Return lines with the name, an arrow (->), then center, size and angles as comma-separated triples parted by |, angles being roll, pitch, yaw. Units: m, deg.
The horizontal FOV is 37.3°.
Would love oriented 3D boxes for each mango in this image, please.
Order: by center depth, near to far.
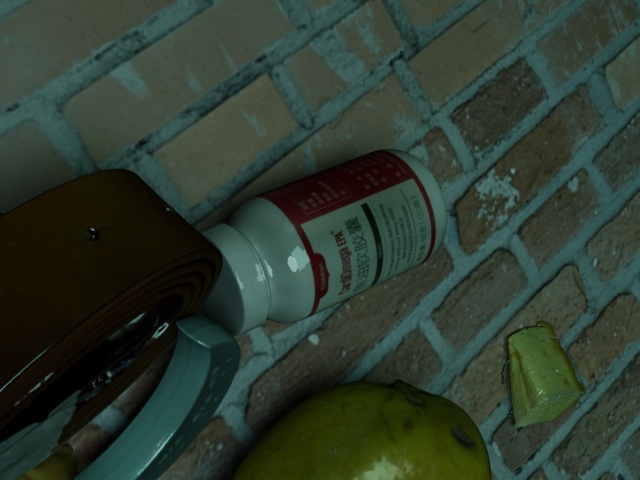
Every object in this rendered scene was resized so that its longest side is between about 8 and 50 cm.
mango -> 0.012, 0.292, 0.949 | 0.365, 0.182, 0.253 | -39, 113, -14

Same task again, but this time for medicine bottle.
medicine bottle -> 0.000, 0.000, 0.951 | 0.250, 0.131, 0.131 | -23, 103, -31

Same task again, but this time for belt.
belt -> -0.232, 0.080, 0.747 | 0.122, 0.217, 0.338 | 41, 54, 12

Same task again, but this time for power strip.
power strip -> -0.144, 0.163, 0.869 | 0.216, 0.044, 0.137 | -57, 164, 9

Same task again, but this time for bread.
bread -> 0.263, 0.168, 1.189 | 0.084, 0.080, 0.109 | -7, 60, -32

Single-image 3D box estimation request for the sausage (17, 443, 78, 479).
sausage -> -0.326, 0.297, 0.765 | 0.134, 0.116, 0.354 | 50, 63, -16
